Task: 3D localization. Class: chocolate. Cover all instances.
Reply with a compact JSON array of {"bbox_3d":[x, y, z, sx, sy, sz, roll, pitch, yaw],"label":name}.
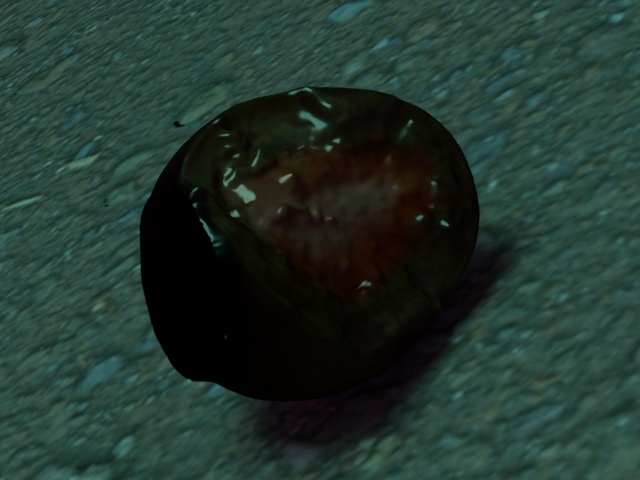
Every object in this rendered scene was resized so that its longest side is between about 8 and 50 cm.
[{"bbox_3d":[0.000,0.000,0.777,0.133,0.124,0.127,-8,13,-23],"label":"chocolate"}]
